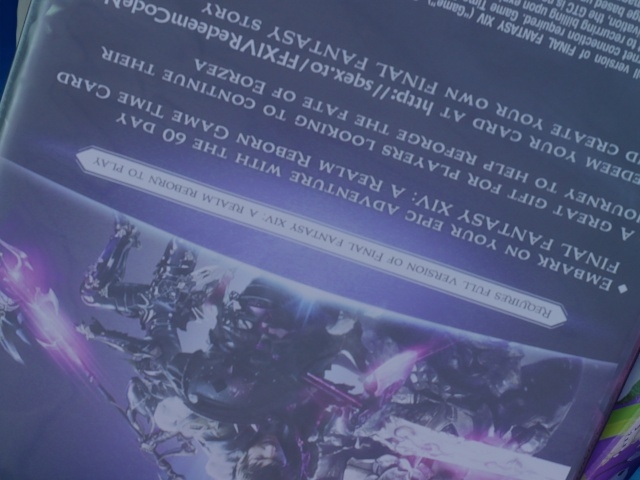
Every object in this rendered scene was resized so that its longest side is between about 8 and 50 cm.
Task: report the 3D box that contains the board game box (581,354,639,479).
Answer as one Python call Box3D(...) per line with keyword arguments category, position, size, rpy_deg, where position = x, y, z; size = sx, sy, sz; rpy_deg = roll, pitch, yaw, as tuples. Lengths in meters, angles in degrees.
Box3D(category="board game box", position=(0.088, -0.080, 0.550), size=(0.208, 0.056, 0.347), rpy_deg=(48, 116, 27))

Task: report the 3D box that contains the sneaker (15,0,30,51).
Box3D(category="sneaker", position=(-0.013, -0.090, 0.526), size=(0.121, 0.108, 0.302), rpy_deg=(7, 104, 24))

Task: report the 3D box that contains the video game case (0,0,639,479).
Box3D(category="video game case", position=(0.000, 0.000, 0.501), size=(0.196, 0.026, 0.274), rpy_deg=(19, 110, -7))
